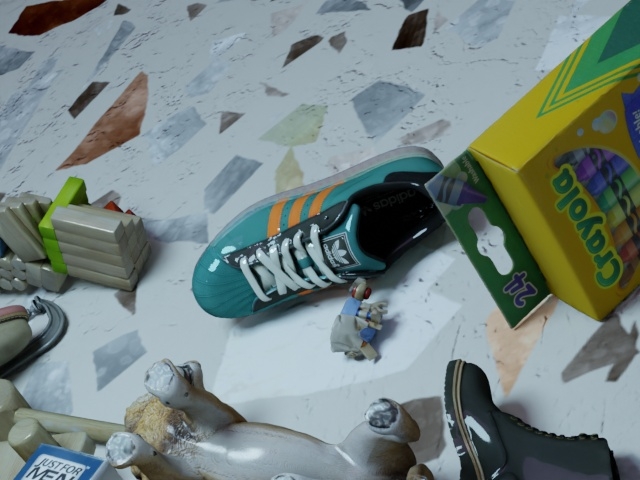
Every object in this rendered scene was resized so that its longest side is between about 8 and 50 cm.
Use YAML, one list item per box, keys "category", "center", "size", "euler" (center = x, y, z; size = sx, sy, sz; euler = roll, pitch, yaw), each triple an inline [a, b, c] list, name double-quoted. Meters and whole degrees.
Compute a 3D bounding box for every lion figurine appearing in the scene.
- category: "lion figurine"
  center: [-0.034, 0.201, 1.558]
  size: [0.392, 0.240, 0.142]
  euler: [16, 76, 29]

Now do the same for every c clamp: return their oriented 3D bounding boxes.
- category: "c clamp"
  center: [-0.376, 0.115, 2.056]
  size: [0.161, 0.022, 0.137]
  euler: [-30, 34, 5]

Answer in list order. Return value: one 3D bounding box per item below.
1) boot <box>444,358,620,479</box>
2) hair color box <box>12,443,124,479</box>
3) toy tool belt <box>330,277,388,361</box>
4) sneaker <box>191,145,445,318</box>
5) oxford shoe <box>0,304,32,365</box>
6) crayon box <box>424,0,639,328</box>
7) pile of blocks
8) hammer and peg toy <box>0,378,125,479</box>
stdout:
- category: "boot"
  center: [0.187, 0.174, 1.495]
  size: [0.137, 0.077, 0.198]
  euler: [-20, 49, 11]
- category: "hair color box"
  center: [-0.273, 0.370, 1.523]
  size: [0.105, 0.174, 0.347]
  euler: [6, 50, 46]
- category: "toy tool belt"
  center: [0.046, 0.082, 1.740]
  size: [0.051, 0.052, 0.083]
  euler: [19, 57, 13]
- category: "sneaker"
  center: [0.000, 0.000, 1.799]
  size: [0.302, 0.108, 0.121]
  euler: [-29, 18, 5]
- category: "oxford shoe"
  center: [-0.451, 0.209, 1.945]
  size: [0.348, 0.123, 0.130]
  euler: [-39, 79, -16]
- category: "crayon box"
  center: [0.275, -0.074, 1.600]
  size: [0.323, 0.203, 0.083]
  euler: [-41, 35, -11]
- category: "pile of blocks"
  center: [-0.351, -0.019, 2.088]
  size: [0.362, 0.149, 0.112]
  euler: [-6, 43, 35]
- category: "hammer and peg toy"
  center: [-0.348, 0.265, 1.753]
  size: [0.266, 0.127, 0.361]
  euler: [-10, 41, 30]
